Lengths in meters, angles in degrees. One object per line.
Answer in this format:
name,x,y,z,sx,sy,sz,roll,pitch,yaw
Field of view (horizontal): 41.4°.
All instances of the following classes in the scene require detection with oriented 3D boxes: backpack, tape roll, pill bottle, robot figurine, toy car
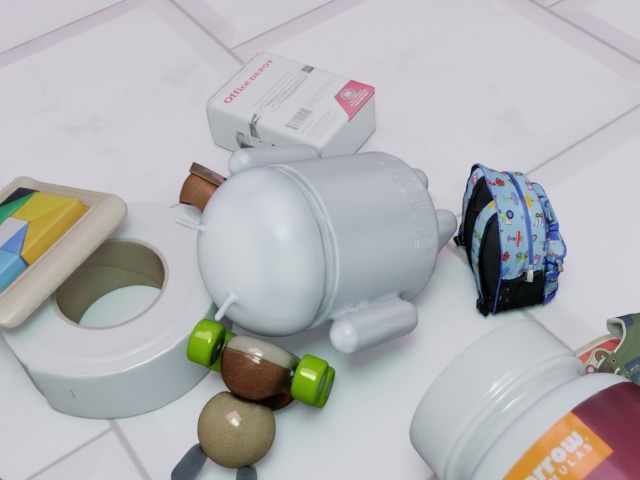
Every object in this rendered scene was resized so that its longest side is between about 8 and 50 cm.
backpack,0.239,-0.015,1.068,0.117,0.173,0.158,-9,47,-1
tape roll,-0.260,0.084,1.093,0.286,0.100,0.286,-3,48,3
pill bottle,0.276,0.266,0.780,0.224,0.224,0.392,-30,52,-19
robot figurine,0.000,0.000,1.024,0.353,0.200,0.300,-13,56,-38
toy car,-0.089,0.206,0.967,0.155,0.149,0.188,18,78,11

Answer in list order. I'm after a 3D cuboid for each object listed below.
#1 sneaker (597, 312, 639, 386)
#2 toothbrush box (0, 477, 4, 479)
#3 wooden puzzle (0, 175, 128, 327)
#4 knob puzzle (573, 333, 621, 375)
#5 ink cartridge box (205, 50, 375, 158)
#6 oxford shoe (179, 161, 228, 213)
sneaker,0.352,0.158,0.939,0.086,0.064,0.192,2,48,19
toothbrush box,-0.477,0.282,0.870,0.283,0.122,0.206,28,69,15
wooden puzzle,-0.395,-0.001,1.092,0.238,0.044,0.221,14,52,38
knob puzzle,0.372,0.173,0.981,0.213,0.030,0.213,-4,48,4
ink cartridge box,-0.045,-0.193,1.318,0.218,0.092,0.158,24,56,24
oxford shoe,-0.112,-0.036,1.216,0.212,0.076,0.076,27,86,24
